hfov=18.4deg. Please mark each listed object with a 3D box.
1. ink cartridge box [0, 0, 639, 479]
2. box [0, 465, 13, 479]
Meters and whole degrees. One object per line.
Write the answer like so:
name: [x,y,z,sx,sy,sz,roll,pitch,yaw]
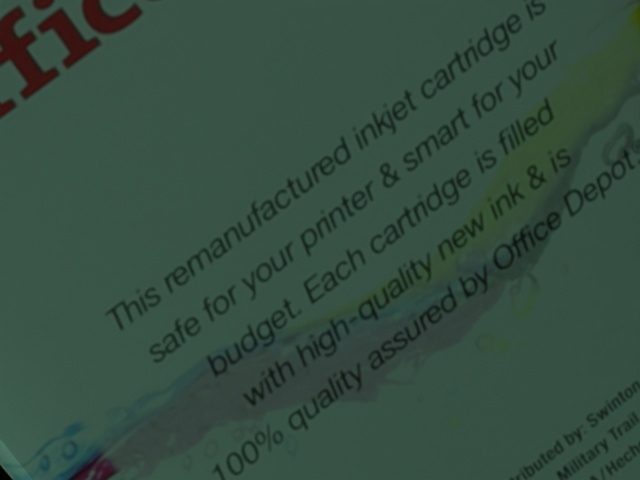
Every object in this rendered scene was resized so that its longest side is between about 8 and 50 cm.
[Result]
ink cartridge box: [0.000,0.000,0.531,0.270,0.198,0.197,56,172,-20]
box: [-0.160,0.017,0.784,0.142,0.163,0.247,34,132,17]
